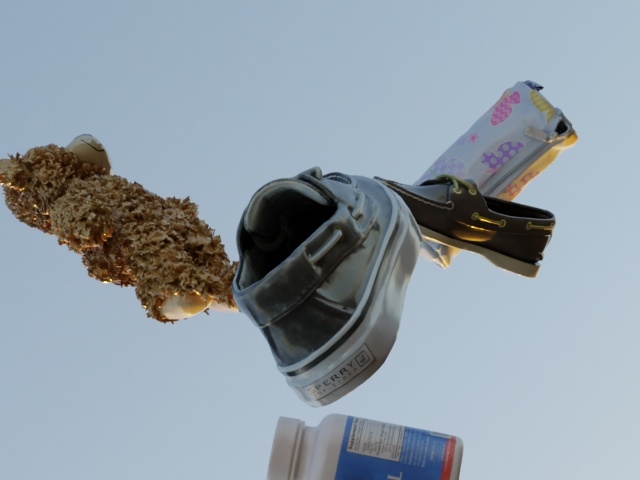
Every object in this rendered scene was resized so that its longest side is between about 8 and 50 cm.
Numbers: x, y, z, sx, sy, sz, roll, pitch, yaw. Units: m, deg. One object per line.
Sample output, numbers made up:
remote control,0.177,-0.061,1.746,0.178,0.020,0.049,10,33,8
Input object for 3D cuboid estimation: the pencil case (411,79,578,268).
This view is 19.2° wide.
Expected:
pencil case,0.220,-0.086,2.542,0.273,0.124,0.113,-43,-51,0

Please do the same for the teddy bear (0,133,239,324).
teddy bear,-0.200,-0.018,2.048,0.245,0.338,0.113,5,-65,-40

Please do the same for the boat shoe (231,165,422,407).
boat shoe,0.000,0.000,1.413,0.119,0.121,0.335,54,-170,-16

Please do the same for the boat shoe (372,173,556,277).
boat shoe,0.134,-0.028,1.839,0.227,0.081,0.069,20,-80,-36

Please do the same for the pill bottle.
pill bottle,0.051,0.273,2.236,0.124,0.221,0.124,10,-90,-87
